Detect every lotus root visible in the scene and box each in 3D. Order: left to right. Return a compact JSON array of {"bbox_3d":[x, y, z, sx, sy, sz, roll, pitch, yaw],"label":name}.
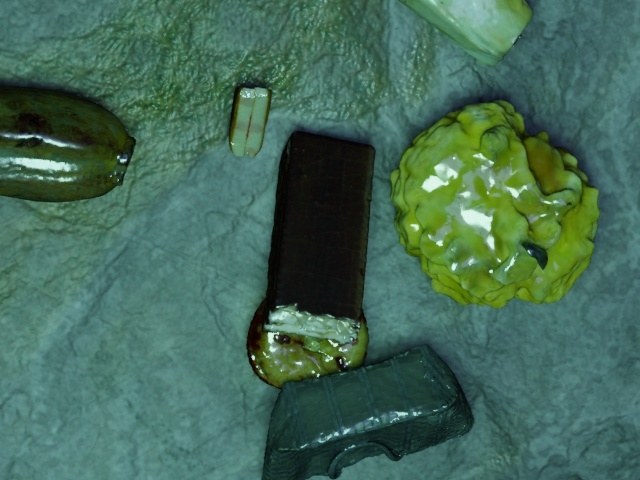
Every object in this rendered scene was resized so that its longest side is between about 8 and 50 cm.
[{"bbox_3d":[-0.331,-0.108,1.719,0.241,0.123,0.124,6,122,-11],"label":"lotus root"}]

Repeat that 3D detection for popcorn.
[{"bbox_3d":[0.199,-0.035,1.749,0.249,0.225,0.249,0,99,1],"label":"popcorn"}]

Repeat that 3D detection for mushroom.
[{"bbox_3d":[0.111,-0.329,1.786,0.312,0.081,0.100,37,95,-11],"label":"mushroom"}]

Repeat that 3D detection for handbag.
[{"bbox_3d":[0.055,0.217,1.787,0.270,0.175,0.088,-15,57,-6],"label":"handbag"}]

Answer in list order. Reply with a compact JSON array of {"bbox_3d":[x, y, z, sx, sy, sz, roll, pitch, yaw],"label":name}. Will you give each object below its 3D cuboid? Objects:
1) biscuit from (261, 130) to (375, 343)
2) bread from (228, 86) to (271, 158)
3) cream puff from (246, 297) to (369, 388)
[{"bbox_3d":[0.000,0.000,1.746,0.106,0.070,0.252,10,63,-10],"label":"biscuit"},{"bbox_3d":[-0.083,-0.153,1.787,0.043,0.062,0.109,6,136,-6],"label":"bread"},{"bbox_3d":[-0.015,0.114,1.799,0.149,0.084,0.149,-1,99,-8],"label":"cream puff"}]
